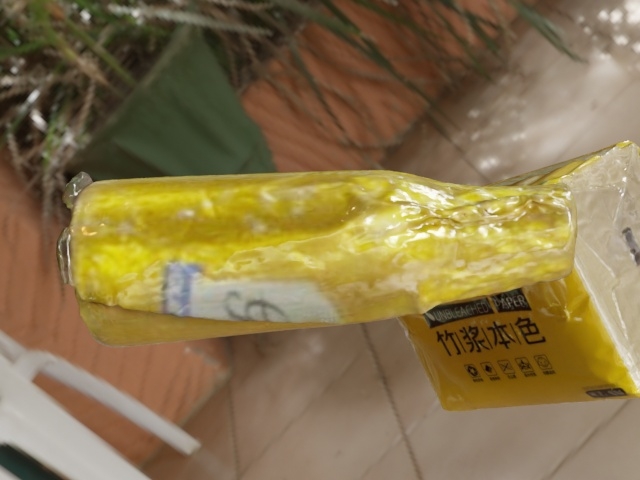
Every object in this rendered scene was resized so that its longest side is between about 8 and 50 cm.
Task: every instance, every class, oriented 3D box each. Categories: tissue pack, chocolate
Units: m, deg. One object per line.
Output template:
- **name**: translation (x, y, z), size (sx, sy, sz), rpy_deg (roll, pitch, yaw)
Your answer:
- **tissue pack**: translation (0.283, 0.060, 1.611), size (0.228, 0.293, 0.382), rpy_deg (-33, 9, -33)
- **chocolate**: translation (0.000, 0.000, 1.056), size (0.445, 0.162, 0.162), rpy_deg (-5, 29, 8)
